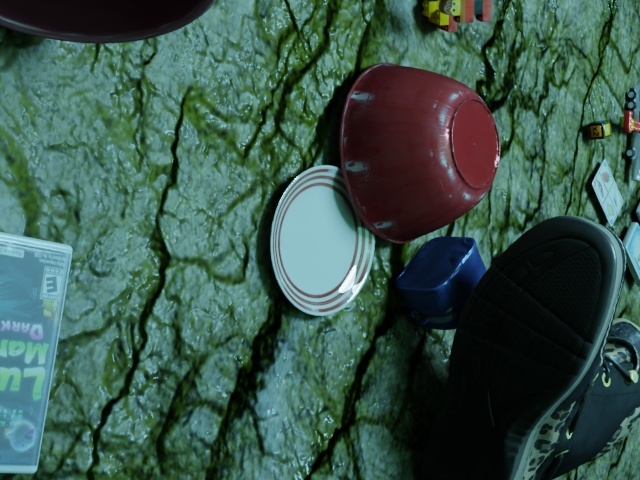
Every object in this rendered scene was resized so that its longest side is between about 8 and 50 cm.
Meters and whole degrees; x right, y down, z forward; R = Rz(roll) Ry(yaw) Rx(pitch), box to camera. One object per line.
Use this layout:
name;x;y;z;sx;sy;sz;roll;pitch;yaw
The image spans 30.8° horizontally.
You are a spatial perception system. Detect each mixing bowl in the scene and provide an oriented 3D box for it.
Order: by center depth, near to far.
mixing bowl;0.111;-0.089;1.130;0.181;0.098;0.182;4;84;-50

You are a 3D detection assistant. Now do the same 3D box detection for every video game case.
video game case;-0.268;0.073;0.808;0.190;0.022;0.173;14;83;-46

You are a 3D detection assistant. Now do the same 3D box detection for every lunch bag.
lunch bag;0.127;0.049;1.191;0.098;0.067;0.065;-47;123;-30

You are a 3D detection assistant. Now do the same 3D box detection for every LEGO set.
LEGO set;0.421;-0.087;1.503;0.182;0.060;0.244;-56;128;-33

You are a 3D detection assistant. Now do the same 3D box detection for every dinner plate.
dinner plate;0.000;0.000;1.090;0.141;0.017;0.141;-2;93;-47

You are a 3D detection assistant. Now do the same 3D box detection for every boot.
boot;0.263;0.130;1.232;0.284;0.138;0.378;-12;125;-48

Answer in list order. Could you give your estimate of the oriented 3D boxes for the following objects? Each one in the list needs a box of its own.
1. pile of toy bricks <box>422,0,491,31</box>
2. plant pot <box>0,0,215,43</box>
pile of toy bricks;0.104;-0.307;1.135;0.105;0.118;0.212;-6;109;-14
plant pot;-0.163;-0.260;0.792;0.201;0.201;0.180;21;61;-45
